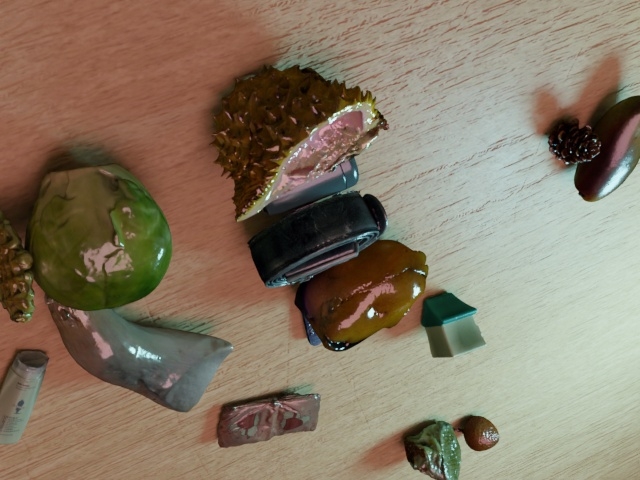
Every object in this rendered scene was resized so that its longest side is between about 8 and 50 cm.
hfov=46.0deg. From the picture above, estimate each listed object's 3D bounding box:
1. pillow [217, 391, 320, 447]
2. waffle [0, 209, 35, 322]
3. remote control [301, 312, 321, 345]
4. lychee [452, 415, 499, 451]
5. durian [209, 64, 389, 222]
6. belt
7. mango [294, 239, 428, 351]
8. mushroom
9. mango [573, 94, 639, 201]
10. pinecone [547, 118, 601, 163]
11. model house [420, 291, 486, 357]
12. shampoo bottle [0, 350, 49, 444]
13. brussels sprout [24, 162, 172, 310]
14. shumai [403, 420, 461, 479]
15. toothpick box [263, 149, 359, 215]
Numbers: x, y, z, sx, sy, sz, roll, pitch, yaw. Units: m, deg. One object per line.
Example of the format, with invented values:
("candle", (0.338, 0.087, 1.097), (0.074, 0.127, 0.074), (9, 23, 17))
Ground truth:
("pillow", (-0.123, 0.425, 1.808), (0.248, 0.049, 0.135), (-7, 128, -20))
("waffle", (-0.494, 0.037, 1.187), (0.036, 0.169, 0.183), (-20, 146, -38))
("remote control", (-0.019, 0.175, 1.675), (0.044, 0.027, 0.152), (-16, 131, -10))
("lychee", (0.459, 0.569, 2.236), (0.101, 0.140, 0.114), (-65, 165, 18))
("durian", (-0.065, -0.195, 1.234), (0.305, 0.195, 0.185), (-34, 166, 1))
("belt", (0.000, 0.000, 1.416), (0.268, 0.116, 0.206), (-27, 168, 11))
("mango", (0.092, 0.100, 1.580), (0.287, 0.152, 0.201), (-24, 131, -14))
("mushroom", (-0.363, 0.193, 1.423), (0.397, 0.126, 0.177), (33, 96, -43))
("mango", (0.656, -0.206, 1.683), (0.133, 0.111, 0.267), (9, 124, -16))
("pinecone", (0.551, -0.209, 1.621), (0.102, 0.109, 0.102), (-19, 126, -28))
("model house", (0.314, 0.202, 1.822), (0.100, 0.148, 0.127), (-18, 177, -19))
("shampoo bottle", (-0.579, 0.302, 1.439), (0.072, 0.049, 0.212), (12, 119, -31))
("brussels sprout", (-0.352, -0.004, 1.208), (0.244, 0.244, 0.244), (-16, 132, -18))
("shumai", (0.314, 0.621, 2.157), (0.142, 0.184, 0.184), (-13, 143, 28))
("toothpick box", (-0.035, -0.122, 1.351), (0.184, 0.120, 0.120), (-24, 135, -7))
